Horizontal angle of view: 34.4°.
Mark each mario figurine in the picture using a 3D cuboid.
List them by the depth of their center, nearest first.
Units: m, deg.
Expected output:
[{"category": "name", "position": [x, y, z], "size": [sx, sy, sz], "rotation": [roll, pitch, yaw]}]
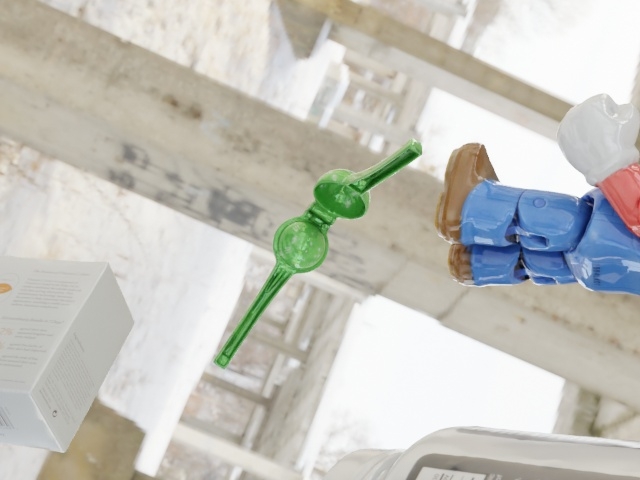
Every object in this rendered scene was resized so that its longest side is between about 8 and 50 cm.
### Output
[{"category": "mario figurine", "position": [0.264, -0.016, 0.799], "size": [0.198, 0.320, 0.170], "rotation": [-2, 101, -66]}]

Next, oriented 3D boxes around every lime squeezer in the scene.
[{"category": "lime squeezer", "position": [0.000, 0.000, 0.991], "size": [0.310, 0.058, 0.110], "rotation": [-47, -148, 27]}]

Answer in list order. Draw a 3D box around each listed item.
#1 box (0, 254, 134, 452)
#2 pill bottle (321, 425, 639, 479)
[{"category": "box", "position": [-0.281, 0.106, 1.005], "size": [0.170, 0.130, 0.091], "rotation": [-67, 152, -44]}, {"category": "pill bottle", "position": [0.142, 0.214, 0.683], "size": [0.318, 0.176, 0.176], "rotation": [-5, -125, 46]}]
